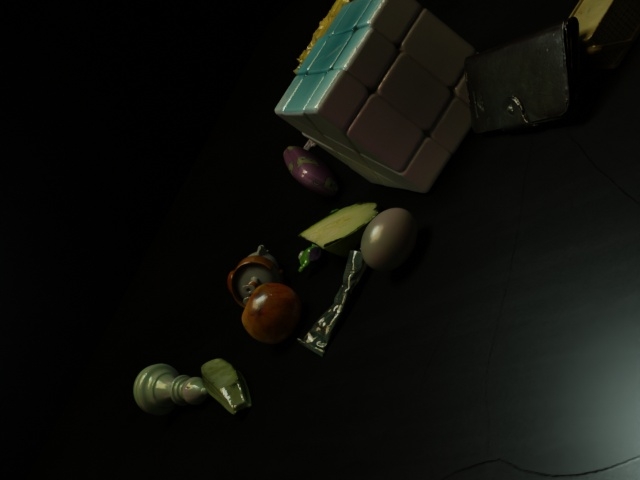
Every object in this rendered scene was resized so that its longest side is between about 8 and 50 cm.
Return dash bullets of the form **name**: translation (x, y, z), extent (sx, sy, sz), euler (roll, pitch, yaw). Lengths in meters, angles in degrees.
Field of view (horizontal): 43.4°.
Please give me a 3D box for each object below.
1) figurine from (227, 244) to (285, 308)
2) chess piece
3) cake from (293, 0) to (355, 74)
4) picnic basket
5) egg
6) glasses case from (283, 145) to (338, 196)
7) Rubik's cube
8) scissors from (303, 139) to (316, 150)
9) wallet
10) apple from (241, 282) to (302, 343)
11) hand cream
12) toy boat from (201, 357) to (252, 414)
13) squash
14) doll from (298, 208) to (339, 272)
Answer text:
- **figurine**: translation (-0.152, 0.091, 2.080), extent (0.143, 0.143, 0.271), euler (-44, -1, 28)
- **chess piece**: translation (-0.368, 0.392, 2.110), extent (0.272, 0.139, 0.139), euler (-10, 48, 47)
- **cake**: translation (0.089, -0.565, 2.371), extent (0.286, 0.228, 0.222), euler (-58, 20, -6)
- **picnic basket**: translation (0.498, -0.381, 1.406), extent (0.164, 0.079, 0.115), euler (-56, 20, -3)
- **egg**: translation (0.136, -0.002, 1.591), extent (0.135, 0.103, 0.103), euler (-58, 21, -10)
- **glasses case**: translation (-0.028, -0.193, 2.211), extent (0.075, 0.123, 0.316), euler (-57, 20, 10)
- **Rubik's cube**: translation (0.139, -0.323, 1.771), extent (0.315, 0.319, 0.322), euler (-57, 20, -2)
- **scissors**: translation (-0.008, -0.355, 2.568), extent (0.100, 0.015, 0.188), euler (-34, 28, 49)
- **wallet**: translation (0.365, -0.291, 1.490), extent (0.318, 0.045, 0.172), euler (-178, 84, -68)
- **apple**: translation (-0.116, 0.165, 1.859), extent (0.146, 0.146, 0.146), euler (-45, 23, 25)
- **hand cream**: translation (0.034, 0.121, 1.702), extent (0.247, 0.052, 0.075), euler (-59, 20, -9)
- **toy boat**: translation (-0.231, 0.338, 1.929), extent (0.093, 0.055, 0.293), euler (-23, 15, -16)
- **squash**: translation (0.065, -0.011, 1.833), extent (0.184, 0.085, 0.192), euler (-29, 20, -12)
- **doll**: translation (0.000, 0.000, 1.971), extent (0.190, 0.050, 0.115), euler (-58, 14, -17)
